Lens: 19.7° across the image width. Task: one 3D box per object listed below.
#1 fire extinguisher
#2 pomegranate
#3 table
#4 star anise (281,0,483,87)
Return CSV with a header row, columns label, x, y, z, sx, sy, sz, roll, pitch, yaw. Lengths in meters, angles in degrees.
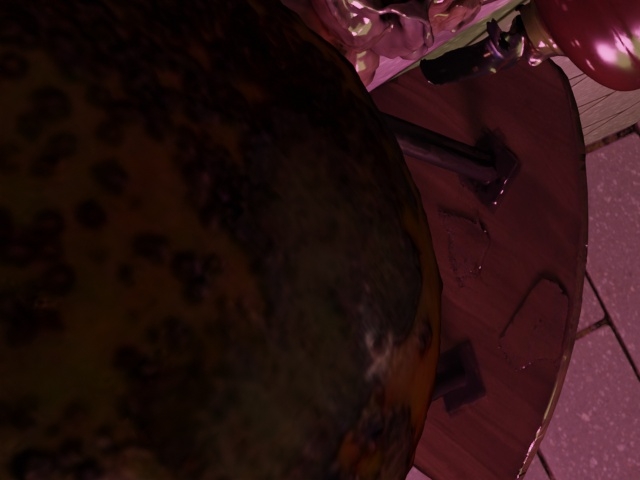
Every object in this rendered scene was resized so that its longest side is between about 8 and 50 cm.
label,x,y,z,sx,sy,sz,roll,pitch,yaw
fire extinguisher,0.215,-0.169,0.977,0.337,0.114,0.135,-29,171,21
pomegranate,-0.100,0.004,0.564,0.285,0.285,0.340,-28,-156,21
table,0.000,0.000,1.218,0.249,0.317,0.317,-2,159,-43
star anise,0.022,-0.108,0.909,0.195,0.065,0.182,-28,178,-25
